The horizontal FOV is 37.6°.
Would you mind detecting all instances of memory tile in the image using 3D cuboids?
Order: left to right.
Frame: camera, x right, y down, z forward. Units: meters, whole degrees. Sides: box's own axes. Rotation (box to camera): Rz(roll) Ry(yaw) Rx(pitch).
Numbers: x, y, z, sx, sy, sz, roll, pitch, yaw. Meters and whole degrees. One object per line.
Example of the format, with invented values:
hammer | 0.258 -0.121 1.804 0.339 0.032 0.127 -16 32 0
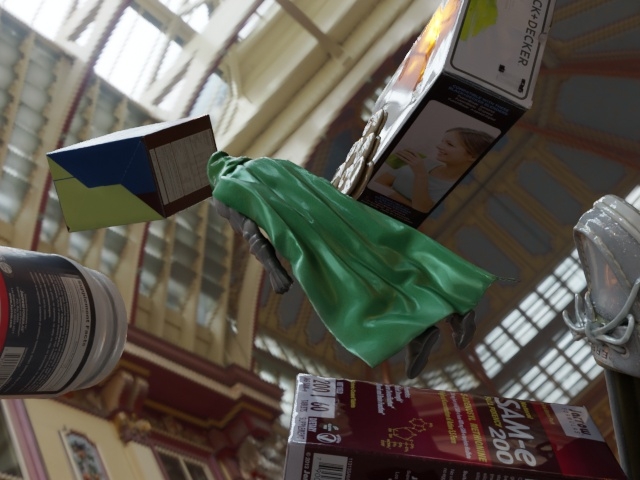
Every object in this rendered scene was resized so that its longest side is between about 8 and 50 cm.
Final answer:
memory tile | 0.017 -0.042 0.846 0.012 0.113 0.148 26 -45 -8

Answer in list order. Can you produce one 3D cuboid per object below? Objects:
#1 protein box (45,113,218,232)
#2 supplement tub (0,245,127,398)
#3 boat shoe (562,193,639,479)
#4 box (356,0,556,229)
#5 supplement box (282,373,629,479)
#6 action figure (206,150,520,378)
protein box | -0.298 -0.113 1.555 0.201 0.199 0.136 -34 -65 -61
supplement tub | -0.394 0.104 1.185 0.191 0.191 0.272 -51 -26 12
boat shoe | 0.261 0.119 0.750 0.103 0.118 0.321 -24 -70 -4
box | 0.123 -0.139 0.957 0.087 0.169 0.290 24 -27 -7
supplement box | 0.093 0.169 0.712 0.239 0.130 0.073 7 -76 0
action figure | 0.000 0.000 0.632 0.137 0.232 0.064 -20 -45 -40
